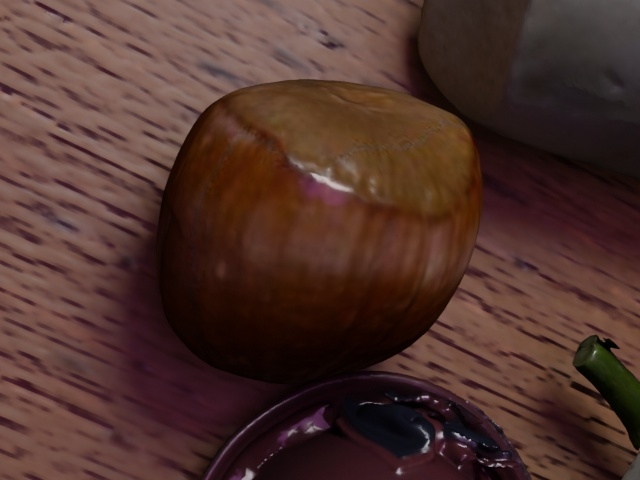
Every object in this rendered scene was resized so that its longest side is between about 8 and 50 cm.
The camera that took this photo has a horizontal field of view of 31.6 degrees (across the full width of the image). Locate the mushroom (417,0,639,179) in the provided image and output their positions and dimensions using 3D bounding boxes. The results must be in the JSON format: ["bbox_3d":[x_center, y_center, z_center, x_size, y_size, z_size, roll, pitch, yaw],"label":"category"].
[{"bbox_3d":[0.257,-0.091,0.593,0.397,0.177,0.126,14,36,-20],"label":"mushroom"}]

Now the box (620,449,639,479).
[{"bbox_3d":[0.155,0.277,0.500,0.210,0.095,0.330,31,91,-18],"label":"box"}]

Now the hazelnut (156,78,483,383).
[{"bbox_3d":[0.000,0.000,0.516,0.150,0.150,0.150,2,83,-17],"label":"hazelnut"}]

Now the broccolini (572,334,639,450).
[{"bbox_3d":[0.154,0.185,0.580,0.123,0.062,0.272,-19,95,-33],"label":"broccolini"}]

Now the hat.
[{"bbox_3d":[0.027,0.163,0.528,0.205,0.089,0.206,2,82,-17],"label":"hat"}]
